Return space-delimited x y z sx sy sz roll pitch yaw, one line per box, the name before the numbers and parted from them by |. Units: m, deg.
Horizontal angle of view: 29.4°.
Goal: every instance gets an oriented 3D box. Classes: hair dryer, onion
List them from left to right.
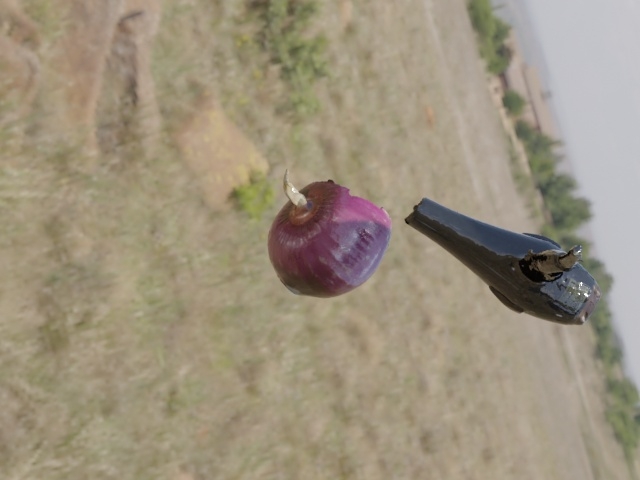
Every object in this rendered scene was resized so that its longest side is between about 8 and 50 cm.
onion | 0.007 0.007 1.975 0.200 0.207 0.201 -44 144 -46
hair dryer | 0.277 0.011 1.672 0.303 0.120 0.359 33 -8 0
